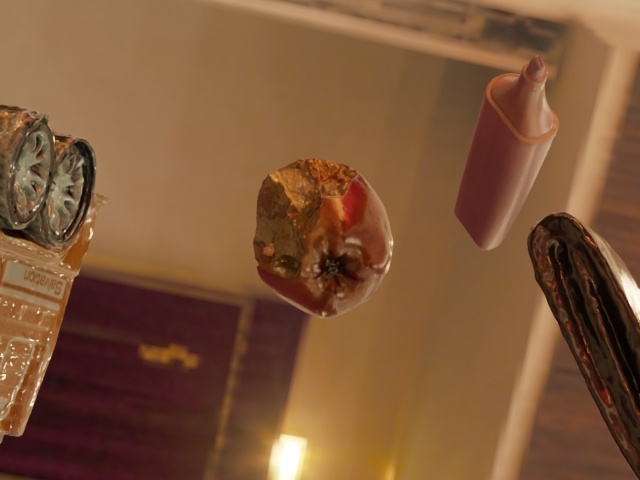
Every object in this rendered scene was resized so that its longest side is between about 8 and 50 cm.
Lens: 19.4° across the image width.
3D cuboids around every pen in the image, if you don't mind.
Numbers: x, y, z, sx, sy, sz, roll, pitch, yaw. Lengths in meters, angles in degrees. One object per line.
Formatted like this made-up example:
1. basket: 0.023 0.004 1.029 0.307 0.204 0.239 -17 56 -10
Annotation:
1. pen: 0.118 -0.059 1.182 0.053 0.032 0.197 57 -20 21

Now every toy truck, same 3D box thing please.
1. toy truck: -0.208 0.004 0.780 0.305 0.136 0.162 31 72 -74

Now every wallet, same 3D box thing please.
1. wallet: 0.252 0.093 1.537 0.228 0.062 0.406 64 10 8

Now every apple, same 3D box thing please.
1. apple: 0.005 0.006 1.995 0.156 0.147 0.158 -39 -140 11
